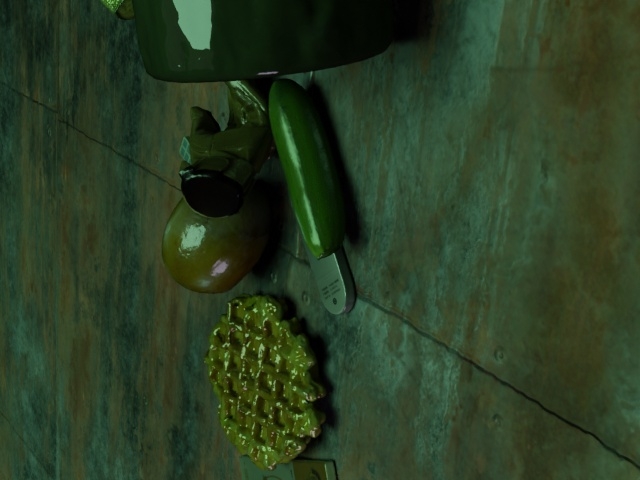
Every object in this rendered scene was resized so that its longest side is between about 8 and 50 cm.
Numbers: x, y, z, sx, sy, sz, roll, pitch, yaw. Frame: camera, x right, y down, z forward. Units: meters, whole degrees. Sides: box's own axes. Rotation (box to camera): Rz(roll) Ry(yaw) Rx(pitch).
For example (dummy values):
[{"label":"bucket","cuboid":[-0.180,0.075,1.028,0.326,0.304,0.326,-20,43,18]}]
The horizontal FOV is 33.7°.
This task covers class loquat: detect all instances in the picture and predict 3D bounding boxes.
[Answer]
[{"label":"loquat","cuboid":[-0.174,-0.012,1.790,0.179,0.179,0.227,56,130,31]}]

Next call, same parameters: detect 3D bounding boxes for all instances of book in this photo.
[{"label":"book","cuboid":[-0.047,0.482,1.845,0.295,0.020,0.208,-15,85,55]}]

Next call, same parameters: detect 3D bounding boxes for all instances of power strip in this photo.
[{"label":"power strip","cuboid":[-0.239,-0.157,1.983,0.090,0.016,0.040,54,136,34]}]

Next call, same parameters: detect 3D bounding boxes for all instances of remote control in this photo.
[{"label":"remote control","cuboid":[0.000,0.000,1.675,0.077,0.022,0.245,-37,67,54]}]

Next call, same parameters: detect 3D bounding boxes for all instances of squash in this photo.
[{"label":"squash","cuboid":[-0.018,-0.112,1.622,0.082,0.082,0.292,-32,70,53]}]

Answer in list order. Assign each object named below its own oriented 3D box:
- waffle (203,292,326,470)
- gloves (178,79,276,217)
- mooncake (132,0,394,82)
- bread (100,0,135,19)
[{"label":"waffle","cuboid":[-0.099,0.237,1.819,0.325,0.068,0.302,-44,59,43]},{"label":"gloves","cuboid":[-0.142,-0.173,1.706,0.331,0.141,0.154,-82,19,-44]},{"label":"mooncake","cuboid":[-0.079,-0.331,1.427,0.356,0.356,0.194,16,118,52]},{"label":"bread","cuboid":[-0.365,-0.492,2.011,0.129,0.111,0.114,-51,60,28]}]
